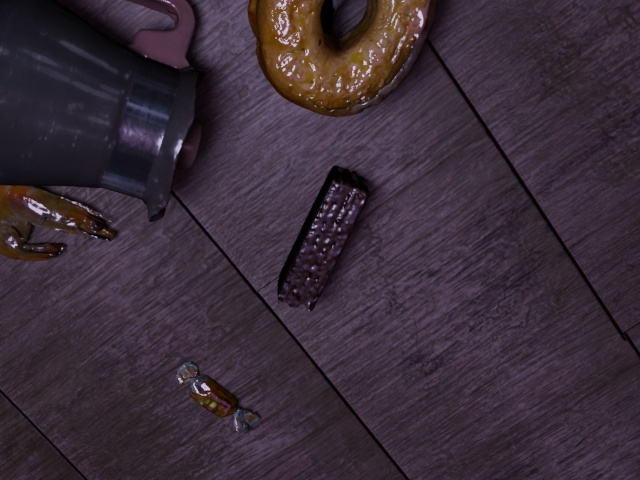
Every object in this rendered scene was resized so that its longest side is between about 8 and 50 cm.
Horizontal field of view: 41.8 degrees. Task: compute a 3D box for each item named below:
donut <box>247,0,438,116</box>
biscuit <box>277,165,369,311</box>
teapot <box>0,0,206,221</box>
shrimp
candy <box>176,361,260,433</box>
[{"bbox_3d":[0.038,-0.351,1.296,0.299,0.150,0.317,-8,108,-2],"label":"donut"},{"bbox_3d":[0.000,0.000,1.429,0.070,0.106,0.252,24,105,-8],"label":"biscuit"},{"bbox_3d":[-0.353,-0.230,1.280,0.362,0.305,0.375,17,78,-16],"label":"teapot"},{"bbox_3d":[-0.478,-0.026,1.436,0.249,0.068,0.150,9,120,1],"label":"shrimp"},{"bbox_3d":[-0.193,0.295,1.552,0.182,0.046,0.053,39,101,-10],"label":"candy"}]
